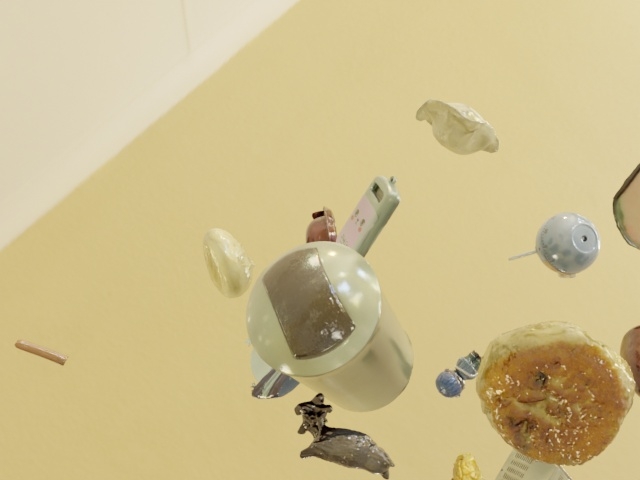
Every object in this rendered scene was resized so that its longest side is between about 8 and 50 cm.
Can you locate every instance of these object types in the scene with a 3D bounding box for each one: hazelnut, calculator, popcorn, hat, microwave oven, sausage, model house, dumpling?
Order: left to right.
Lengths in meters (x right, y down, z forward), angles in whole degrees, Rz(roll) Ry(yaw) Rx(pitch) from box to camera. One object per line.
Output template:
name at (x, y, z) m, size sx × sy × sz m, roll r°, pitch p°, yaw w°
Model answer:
sausage at (-0.614, 0.245, 1.657) m, size 0.026 × 0.116 × 0.026 m, roll -157°, pitch 90°, yaw -79°
hat at (0.000, 0.000, 2.205) m, size 0.089 × 0.206 × 0.205 m, roll -4°, pitch -22°, yaw -3°
calculator at (0.113, -0.049, 1.792) m, size 0.246 × 0.045 × 0.141 m, roll -57°, pitch 22°, yaw 17°
dumpling at (0.285, -0.234, 1.521) m, size 0.100 × 0.169 × 0.134 m, roll -40°, pitch -10°, yaw -7°
popcorn at (0.278, 0.466, 1.477) m, size 0.084 × 0.084 × 0.084 m, roll -47°, pitch -14°, yaw -15°
microwave oven at (0.548, 0.652, 1.886) m, size 0.240 × 0.145 × 0.194 m, roll 48°, pitch -113°, yaw -34°
hazelnut at (0.762, 0.271, 1.679) m, size 0.208 × 0.208 × 0.208 m, roll -47°, pitch -14°, yaw -15°
model house at (0.785, -0.066, 1.617) m, size 0.237 × 0.237 × 0.202 m, roll -11°, pitch -49°, yaw -49°

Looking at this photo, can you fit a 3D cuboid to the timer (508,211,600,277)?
timer at (0.615, 0.034, 1.946) m, size 0.175 × 0.175 × 0.255 m, roll -42°, pitch -15°, yaw -33°

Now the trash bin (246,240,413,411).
trash bin at (0.032, 0.192, 1.590) m, size 0.280 × 0.280 × 0.432 m, roll -49°, pitch -32°, yaw -7°

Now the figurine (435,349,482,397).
figurine at (0.348, 0.334, 1.863) m, size 0.136 × 0.077 × 0.079 m, roll -44°, pitch -8°, yaw 9°

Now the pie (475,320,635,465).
pie at (0.457, 0.309, 1.495) m, size 0.092 × 0.315 × 0.315 m, roll -24°, pitch -29°, yaw -57°

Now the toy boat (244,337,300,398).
toy boat at (-0.149, 0.332, 2.182) m, size 0.220 × 0.291 × 0.067 m, roll -47°, pitch -51°, yaw -3°

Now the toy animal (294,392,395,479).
toy animal at (0.038, 0.400, 1.449) m, size 0.117 × 0.210 × 0.121 m, roll -39°, pitch -33°, yaw -35°

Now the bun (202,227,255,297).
bun at (-0.267, 0.061, 2.257) m, size 0.127 × 0.222 × 0.222 m, roll -16°, pitch -27°, yaw -20°
